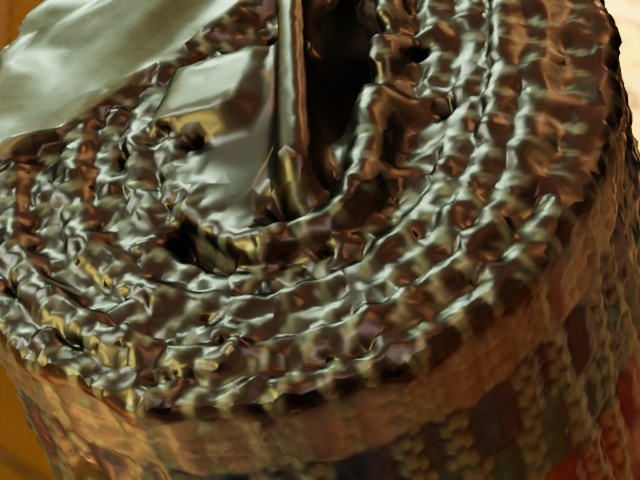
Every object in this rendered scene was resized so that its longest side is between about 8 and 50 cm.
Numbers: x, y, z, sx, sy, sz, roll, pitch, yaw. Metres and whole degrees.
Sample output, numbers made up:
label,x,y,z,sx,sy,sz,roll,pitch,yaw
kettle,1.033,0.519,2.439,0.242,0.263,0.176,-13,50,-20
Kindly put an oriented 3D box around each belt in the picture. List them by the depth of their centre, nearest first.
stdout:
label,x,y,z,sx,sy,sz,roll,pitch,yaw
belt,0.000,0.000,0.559,0.257,0.207,0.150,-92,-11,-51
